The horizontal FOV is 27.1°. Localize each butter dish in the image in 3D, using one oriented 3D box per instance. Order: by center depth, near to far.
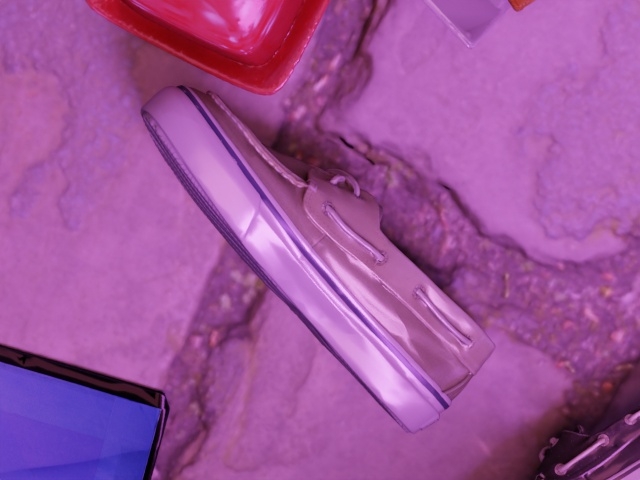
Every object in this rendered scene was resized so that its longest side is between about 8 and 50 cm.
[{"bbox_3d":[-0.068,-0.191,0.874,0.160,0.118,0.160,27,101,-2],"label":"butter dish"}]

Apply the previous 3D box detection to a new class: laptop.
[{"bbox_3d":[-0.258,0.218,0.944,0.234,0.264,0.137,16,137,1],"label":"laptop"}]

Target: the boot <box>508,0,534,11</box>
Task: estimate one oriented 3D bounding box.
[{"bbox_3d":[0.188,-0.308,0.859,0.295,0.104,0.211,-39,101,13],"label":"boot"}]

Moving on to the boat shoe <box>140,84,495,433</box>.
[{"bbox_3d":[0.000,0.000,0.924,0.094,0.109,0.302,-43,104,-7],"label":"boat shoe"}]

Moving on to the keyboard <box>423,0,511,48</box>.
[{"bbox_3d":[0.030,-0.238,0.891,0.256,0.014,0.072,46,55,-5],"label":"keyboard"}]

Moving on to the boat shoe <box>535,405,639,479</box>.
[{"bbox_3d":[0.195,0.170,0.952,0.219,0.078,0.070,-31,62,11],"label":"boat shoe"}]
